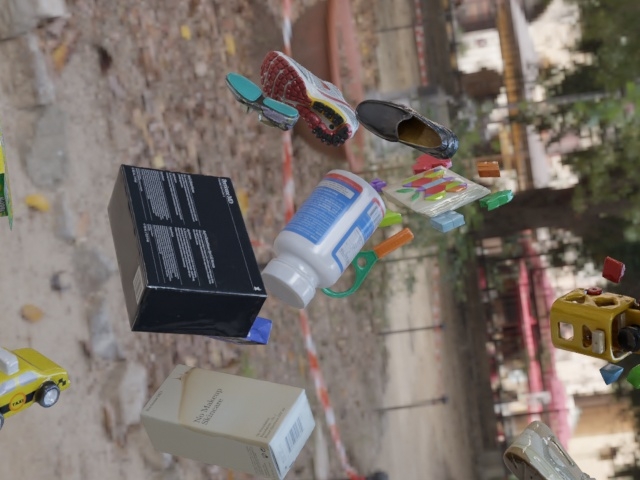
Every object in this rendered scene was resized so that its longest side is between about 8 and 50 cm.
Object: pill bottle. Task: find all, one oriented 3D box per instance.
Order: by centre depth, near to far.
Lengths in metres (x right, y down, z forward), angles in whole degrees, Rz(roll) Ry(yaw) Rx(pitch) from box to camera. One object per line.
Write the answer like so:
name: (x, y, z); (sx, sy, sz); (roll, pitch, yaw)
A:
pill bottle: (0.000, 0.000, 1.820); (0.221, 0.124, 0.124); (-51, 151, -21)

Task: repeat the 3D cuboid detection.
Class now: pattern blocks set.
pattern blocks set: (0.212, -0.094, 2.068); (0.324, 0.285, 0.026); (19, -50, 53)

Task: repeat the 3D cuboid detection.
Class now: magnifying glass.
magnifying glass: (0.094, 0.041, 2.315); (0.092, 0.231, 0.026); (61, -11, -6)

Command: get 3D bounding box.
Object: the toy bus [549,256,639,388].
toy bus: (0.467, 0.145, 1.771); (0.191, 0.104, 0.202); (53, -41, 18)

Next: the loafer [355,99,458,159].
loafer: (0.125, -0.174, 1.655); (0.062, 0.170, 0.061); (-70, 161, 4)

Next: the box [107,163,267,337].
box: (-0.205, 0.014, 1.649); (0.261, 0.184, 0.103); (-110, -146, -42)

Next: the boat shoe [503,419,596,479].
boat shoe: (0.445, 0.444, 1.908); (0.302, 0.098, 0.109); (48, -28, -7)

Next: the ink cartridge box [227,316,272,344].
ink cartridge box: (-0.161, 0.154, 1.958); (0.207, 0.097, 0.046); (164, -59, -72)

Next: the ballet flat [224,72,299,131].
ballet flat: (-0.083, -0.179, 1.459); (0.041, 0.114, 0.041); (-55, 169, -15)

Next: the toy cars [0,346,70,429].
toy cars: (-0.525, 0.178, 1.426); (0.176, 0.393, 0.087); (-113, -153, -61)

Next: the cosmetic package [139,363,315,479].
cosmetic package: (-0.186, 0.361, 2.211); (0.160, 0.309, 0.113); (-55, 142, -43)

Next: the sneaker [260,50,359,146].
sneaker: (-0.021, -0.266, 2.045); (0.225, 0.088, 0.092); (45, 34, 5)

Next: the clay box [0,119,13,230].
clay box: (-0.515, -0.134, 1.704); (0.127, 0.053, 0.222); (106, -27, -59)
